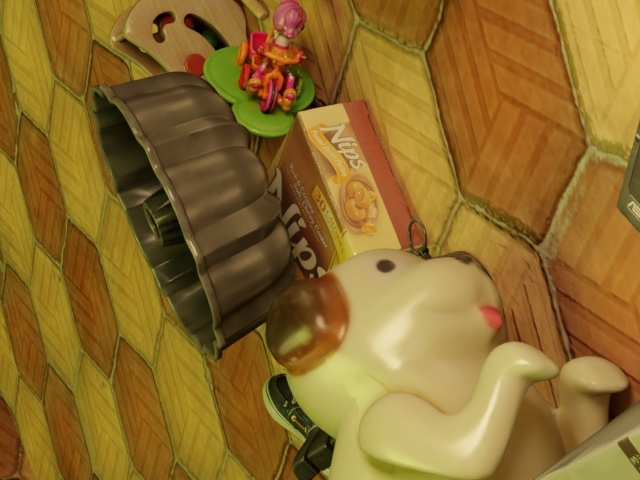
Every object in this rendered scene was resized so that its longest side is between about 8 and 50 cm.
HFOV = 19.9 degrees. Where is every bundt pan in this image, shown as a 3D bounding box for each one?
[{"bbox_3d":[-0.130,-0.040,1.999,0.331,0.124,0.331,59,165,28],"label":"bundt pan"}]

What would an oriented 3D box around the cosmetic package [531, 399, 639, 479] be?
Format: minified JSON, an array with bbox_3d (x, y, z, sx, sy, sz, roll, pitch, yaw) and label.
[{"bbox_3d":[0.302,0.195,1.278,0.217,0.156,0.385,54,159,9],"label":"cosmetic package"}]

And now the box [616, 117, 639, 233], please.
[{"bbox_3d":[0.319,-0.030,1.349,0.231,0.056,0.183,54,148,41],"label":"box"}]

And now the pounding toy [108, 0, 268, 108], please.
[{"bbox_3d":[-0.154,-0.230,2.186,0.155,0.154,0.269,-12,92,67],"label":"pounding toy"}]

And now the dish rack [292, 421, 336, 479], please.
[{"bbox_3d":[0.105,0.282,1.911,0.271,0.074,0.208,46,144,-3],"label":"dish rack"}]

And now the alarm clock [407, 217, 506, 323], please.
[{"bbox_3d":[0.124,0.063,1.841,0.129,0.064,0.192,117,137,-57],"label":"alarm clock"}]

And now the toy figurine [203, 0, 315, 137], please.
[{"bbox_3d":[-0.048,-0.224,1.989,0.173,0.130,0.159,-95,19,-51],"label":"toy figurine"}]

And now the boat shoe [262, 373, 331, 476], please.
[{"bbox_3d":[-0.007,0.201,2.214,0.183,0.065,0.083,45,141,40],"label":"boat shoe"}]

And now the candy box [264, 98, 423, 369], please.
[{"bbox_3d":[0.000,0.000,2.047,0.183,0.087,0.316,68,156,19],"label":"candy box"}]

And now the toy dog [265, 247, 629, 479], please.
[{"bbox_3d":[0.105,0.202,1.650,0.395,0.284,0.408,-30,68,44],"label":"toy dog"}]
